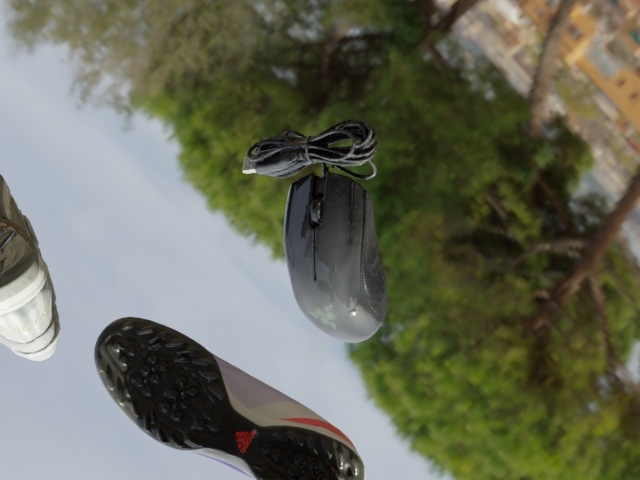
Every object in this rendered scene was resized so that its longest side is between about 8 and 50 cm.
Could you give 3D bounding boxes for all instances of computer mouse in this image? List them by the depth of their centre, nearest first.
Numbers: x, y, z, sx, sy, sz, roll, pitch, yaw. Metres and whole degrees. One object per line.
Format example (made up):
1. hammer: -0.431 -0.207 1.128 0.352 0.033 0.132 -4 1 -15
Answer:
1. computer mouse: 0.000 0.000 1.599 0.072 0.188 0.272 -23 -77 -54

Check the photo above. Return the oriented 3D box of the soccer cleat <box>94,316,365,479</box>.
1. soccer cleat: -0.098 0.182 1.408 0.318 0.109 0.116 31 -177 -6

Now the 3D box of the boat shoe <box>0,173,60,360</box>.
1. boat shoe: -0.339 0.017 1.344 0.320 0.118 0.103 35 152 55
